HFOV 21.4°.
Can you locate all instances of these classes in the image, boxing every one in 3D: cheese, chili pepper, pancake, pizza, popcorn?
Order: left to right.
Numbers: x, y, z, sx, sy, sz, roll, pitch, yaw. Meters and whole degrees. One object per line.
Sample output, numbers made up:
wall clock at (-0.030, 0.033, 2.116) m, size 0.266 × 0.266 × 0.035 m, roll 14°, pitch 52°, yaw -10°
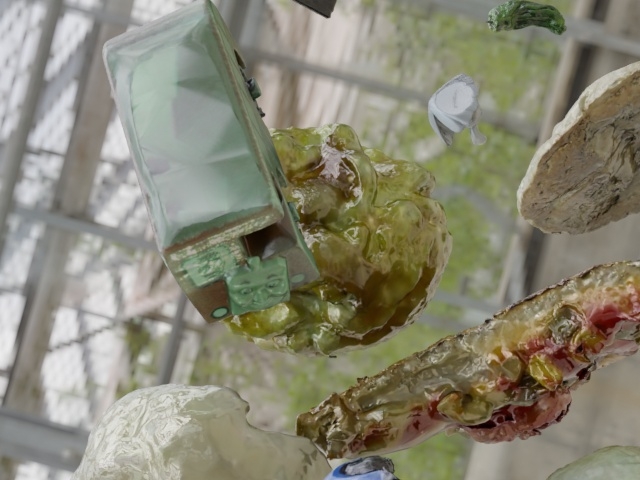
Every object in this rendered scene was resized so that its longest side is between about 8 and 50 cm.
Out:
cheese at (-0.089, 0.275, 1.656) m, size 0.318 × 0.326 × 0.115 m, roll 109°, pitch -176°, yaw -51°
popcorn at (0.007, 0.001, 1.838) m, size 0.247 × 0.282 × 0.282 m, roll 81°, pitch -156°, yaw -82°
pizza at (0.163, 0.157, 1.751) m, size 0.440 × 0.406 × 0.130 m, roll 123°, pitch 125°, yaw -71°
chili pepper at (0.226, -0.245, 1.865) m, size 0.030 × 0.091 × 0.034 m, roll 111°, pitch 159°, yaw -71°
pancake at (0.440, -0.143, 2.449) m, size 0.082 × 0.387 × 0.387 m, roll 56°, pitch 153°, yaw 28°

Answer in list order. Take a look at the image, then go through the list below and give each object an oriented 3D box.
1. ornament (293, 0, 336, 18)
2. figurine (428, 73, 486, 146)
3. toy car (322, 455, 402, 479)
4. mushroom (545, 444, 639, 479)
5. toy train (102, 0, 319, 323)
ornament at (-0.070, -0.333, 1.840) m, size 0.196 × 0.166 × 0.153 m, roll 7°, pitch 75°, yaw 56°
figurine at (0.182, -0.170, 2.203) m, size 0.086 × 0.082 × 0.094 m, roll 37°, pitch -126°, yaw -57°
toy car at (0.049, 0.198, 1.053) m, size 0.216 × 0.063 × 0.103 m, roll -172°, pitch 64°, yaw -75°
mushroom at (0.252, 0.309, 1.511) m, size 0.267 × 0.164 × 0.189 m, roll -49°, pitch 25°, yaw 5°
toy train at (-0.108, -0.085, 1.541) m, size 0.159 × 0.129 × 0.326 m, roll 63°, pitch -173°, yaw -56°
